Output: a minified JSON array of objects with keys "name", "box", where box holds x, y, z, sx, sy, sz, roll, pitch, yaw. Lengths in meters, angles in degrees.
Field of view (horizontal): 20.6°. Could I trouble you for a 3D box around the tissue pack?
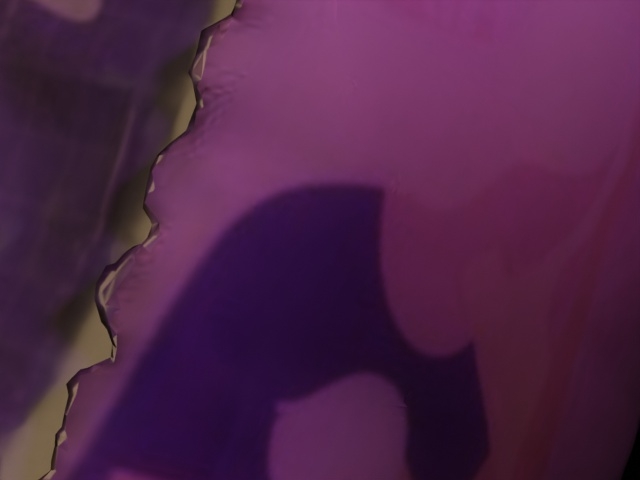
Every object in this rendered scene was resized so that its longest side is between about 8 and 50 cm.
[{"name":"tissue pack","box":[0.000,0.000,0.473,0.125,0.242,0.344,14,82,38]}]
